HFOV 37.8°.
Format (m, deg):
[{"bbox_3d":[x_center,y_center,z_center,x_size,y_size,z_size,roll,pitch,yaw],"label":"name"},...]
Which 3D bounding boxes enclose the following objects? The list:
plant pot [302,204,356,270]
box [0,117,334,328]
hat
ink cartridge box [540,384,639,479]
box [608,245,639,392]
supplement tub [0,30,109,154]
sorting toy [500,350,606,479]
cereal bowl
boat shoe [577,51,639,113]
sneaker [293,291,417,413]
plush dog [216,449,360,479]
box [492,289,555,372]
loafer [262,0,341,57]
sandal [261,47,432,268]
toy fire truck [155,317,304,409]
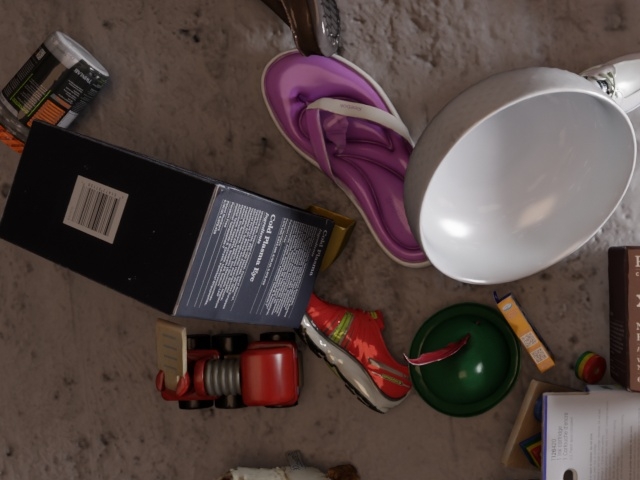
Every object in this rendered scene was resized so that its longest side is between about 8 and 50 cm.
[{"bbox_3d":[0.000,0.000,1.466,0.081,0.081,0.083,20,104,9],"label":"plant pot"},{"bbox_3d":[-0.212,-0.017,1.337,0.343,0.312,0.179,20,93,30],"label":"box"},{"bbox_3d":[0.224,0.182,1.343,0.208,0.183,0.173,-29,91,-10],"label":"hat"},{"bbox_3d":[0.457,0.361,1.350,0.307,0.072,0.303,1,91,-4],"label":"ink cartridge box"},{"bbox_3d":[0.506,0.108,1.331,0.168,0.167,0.203,-1,89,10],"label":"box"},{"bbox_3d":[-0.447,-0.236,1.525,0.117,0.117,0.190,44,96,8],"label":"supplement tub"},{"bbox_3d":[0.340,0.290,1.376,0.046,0.132,0.274,24,95,51],"label":"sorting toy"},{"bbox_3d":[0.265,-0.106,1.329,0.339,0.339,0.141,-33,45,8],"label":"cereal bowl"},{"bbox_3d":[0.415,-0.217,1.398,0.226,0.076,0.083,-27,85,8],"label":"boat shoe"},{"bbox_3d":[0.039,0.139,1.460,0.118,0.107,0.279,-41,86,-12],"label":"sneaker"},{"bbox_3d":[-0.030,0.471,1.433,0.262,0.210,0.225,18,108,37],"label":"plush dog"},{"bbox_3d":[0.305,0.130,1.408,0.028,0.081,0.136,-32,85,12],"label":"box"},{"bbox_3d":[-0.080,-0.433,1.470,0.130,0.134,0.366,-26,75,12],"label":"loafer"},{"bbox_3d":[0.064,-0.142,1.443,0.169,0.102,0.416,-41,83,6],"label":"sandal"},{"bbox_3d":[-0.151,0.186,1.401,0.217,0.246,0.158,-2,89,10],"label":"toy fire truck"}]
